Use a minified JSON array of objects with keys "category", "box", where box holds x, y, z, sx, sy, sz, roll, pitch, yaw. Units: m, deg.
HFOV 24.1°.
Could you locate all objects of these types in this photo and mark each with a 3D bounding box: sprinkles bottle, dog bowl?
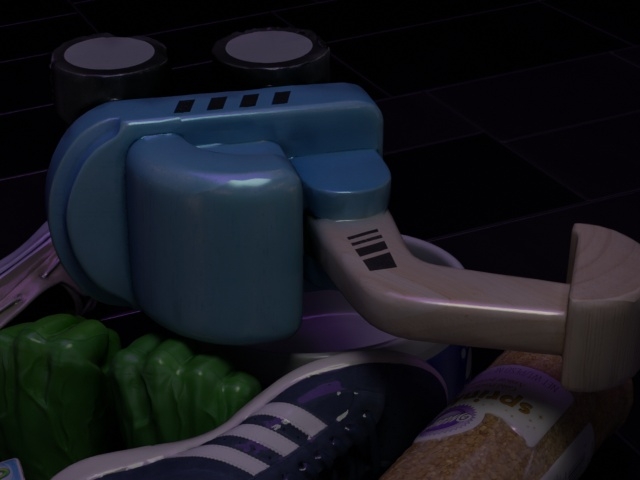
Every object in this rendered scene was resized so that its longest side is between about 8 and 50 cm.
[{"category":"sprinkles bottle","box":[0.121,0.185,1.150,0.121,0.121,0.355,10,28,31]},{"category":"dog bowl","box":[0.010,0.089,1.402,0.265,0.104,0.265,-5,25,2]}]

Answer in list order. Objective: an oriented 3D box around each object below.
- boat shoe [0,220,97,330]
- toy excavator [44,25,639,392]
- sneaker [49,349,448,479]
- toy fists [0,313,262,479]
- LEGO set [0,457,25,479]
[{"category":"boat shoe","box":[-0.279,0.050,1.579,0.094,0.109,0.302,30,49,29]},{"category":"toy excavator","box":[0.000,0.000,1.234,0.433,0.222,0.445,-6,30,-12]},{"category":"sneaker","box":[-0.037,0.201,1.154,0.350,0.131,0.148,-23,30,-16]},{"category":"toy fists","box":[-0.173,0.138,1.288,0.279,0.142,0.096,8,28,27]},{"category":"LEGO set","box":[-0.353,0.239,1.196,0.244,0.060,0.182,-16,27,-12]}]
